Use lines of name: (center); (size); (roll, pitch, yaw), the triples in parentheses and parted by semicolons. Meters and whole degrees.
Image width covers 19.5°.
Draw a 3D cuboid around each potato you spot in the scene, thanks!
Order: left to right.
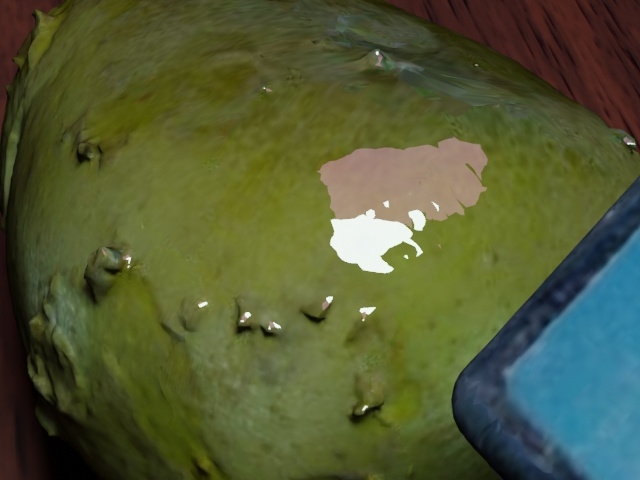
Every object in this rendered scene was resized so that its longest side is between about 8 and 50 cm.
potato: (-0.018, -0.003, 0.781); (0.270, 0.219, 0.359); (-2, 28, -40)

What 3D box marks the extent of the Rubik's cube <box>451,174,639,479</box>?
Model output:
Rubik's cube: (0.289, 0.078, 0.580); (0.318, 0.316, 0.313); (44, 4, 39)
